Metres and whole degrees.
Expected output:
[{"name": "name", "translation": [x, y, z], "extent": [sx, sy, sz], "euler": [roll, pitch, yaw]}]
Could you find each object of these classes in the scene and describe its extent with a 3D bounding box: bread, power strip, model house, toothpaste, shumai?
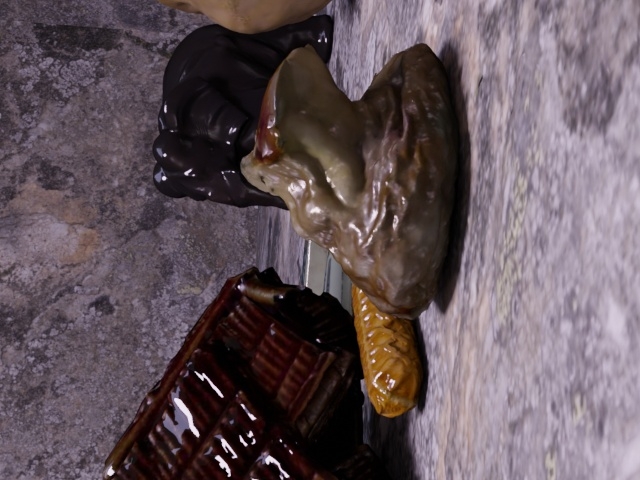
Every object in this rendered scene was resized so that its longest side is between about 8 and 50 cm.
[{"name": "bread", "translation": [0.052, 0.074, 0.869], "extent": [0.157, 0.044, 0.052], "euler": [-96, 17, -53]}, {"name": "power strip", "translation": [0.003, 0.000, 1.374], "extent": [0.080, 0.048, 0.286], "euler": [-130, 45, -80]}, {"name": "model house", "translation": [-0.019, 0.214, 0.909], "extent": [0.317, 0.297, 0.282], "euler": [-53, 13, -10]}, {"name": "toothpaste", "translation": [0.021, 0.051, 1.233], "extent": [0.067, 0.037, 0.255], "euler": [101, 174, -53]}, {"name": "shumai", "translation": [0.021, -0.052, 0.784], "extent": [0.161, 0.153, 0.209], "euler": [125, 152, -65]}]

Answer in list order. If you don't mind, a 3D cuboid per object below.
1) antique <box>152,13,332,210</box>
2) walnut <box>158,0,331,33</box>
[{"name": "antique", "translation": [-0.111, -0.182, 1.579], "extent": [0.185, 0.255, 0.322], "euler": [107, 163, -57]}, {"name": "walnut", "translation": [-0.104, -0.441, 1.320], "extent": [0.381, 0.381, 0.381], "euler": [-177, 90, -84]}]
